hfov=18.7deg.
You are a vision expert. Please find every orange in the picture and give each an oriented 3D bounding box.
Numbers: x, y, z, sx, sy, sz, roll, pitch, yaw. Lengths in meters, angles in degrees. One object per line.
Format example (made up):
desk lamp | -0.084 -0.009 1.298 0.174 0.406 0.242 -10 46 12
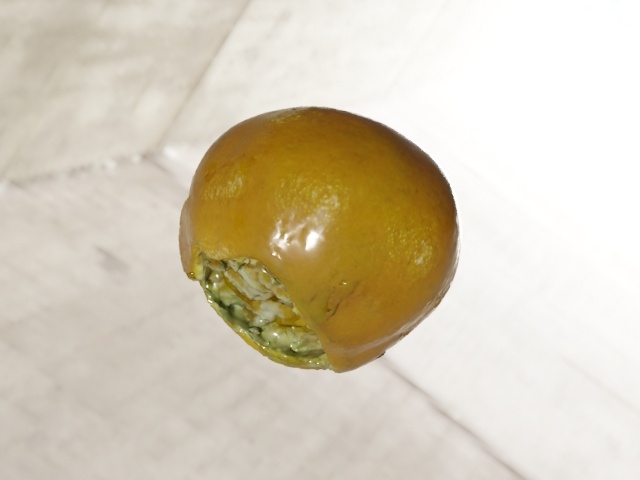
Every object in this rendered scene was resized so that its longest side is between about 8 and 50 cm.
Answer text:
orange | 0.000 0.000 1.051 0.155 0.134 0.154 11 163 3
